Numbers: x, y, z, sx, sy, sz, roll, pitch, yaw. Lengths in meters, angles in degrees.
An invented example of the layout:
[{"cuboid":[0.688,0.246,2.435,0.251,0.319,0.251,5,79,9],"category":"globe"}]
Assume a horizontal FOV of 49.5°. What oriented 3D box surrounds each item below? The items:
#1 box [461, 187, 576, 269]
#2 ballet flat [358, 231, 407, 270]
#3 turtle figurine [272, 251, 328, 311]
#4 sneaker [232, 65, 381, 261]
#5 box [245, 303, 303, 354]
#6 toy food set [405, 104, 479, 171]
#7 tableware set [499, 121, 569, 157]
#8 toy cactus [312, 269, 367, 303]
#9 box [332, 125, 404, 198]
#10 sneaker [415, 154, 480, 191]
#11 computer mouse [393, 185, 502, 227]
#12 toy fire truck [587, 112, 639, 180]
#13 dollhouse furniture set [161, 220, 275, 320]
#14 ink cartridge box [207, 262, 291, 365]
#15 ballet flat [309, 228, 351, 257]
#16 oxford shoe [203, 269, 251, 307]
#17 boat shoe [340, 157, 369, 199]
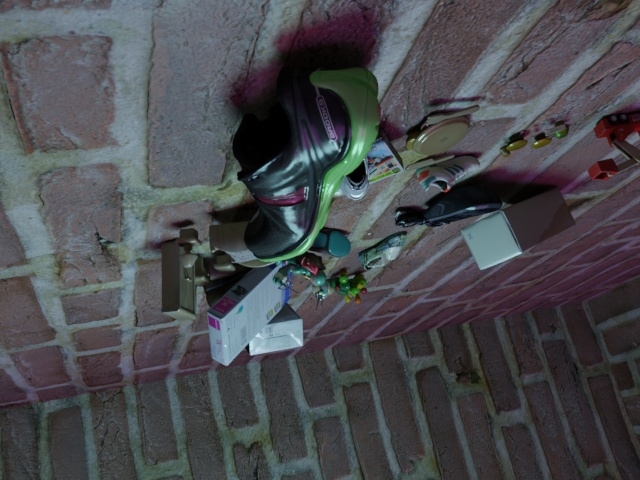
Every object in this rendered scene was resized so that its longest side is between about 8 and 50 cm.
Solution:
[{"cuboid":[0.533,-0.035,1.854,0.311,0.121,0.148,-20,173,-42],"category":"box"},{"cuboid":[0.190,0.038,2.044,0.070,0.070,0.188,2,156,-40],"category":"ballet flat"},{"cuboid":[-0.039,0.084,1.780,0.175,0.234,0.118,31,97,-30],"category":"turtle figurine"},{"cuboid":[-0.060,-0.134,1.202,0.203,0.185,0.482,13,143,-14],"category":"sneaker"},{"cuboid":[-0.174,0.242,2.110,0.169,0.087,0.290,-8,-163,-20],"category":"box"},{"cuboid":[0.234,-0.215,1.381,0.133,0.038,0.192,-16,158,-15],"category":"toy food set"},{"cuboid":[0.472,-0.225,1.537,0.154,0.024,0.104,-22,163,21],"category":"tableware set"},{"cuboid":[0.066,0.161,2.291,0.181,0.112,0.219,-7,172,12],"category":"toy cactus"},{"cuboid":[0.049,-0.145,1.383,0.207,0.036,0.114,-21,141,20],"category":"box"},{"cuboid":[0.289,-0.144,1.554,0.162,0.075,0.057,-6,161,-21],"category":"sneaker"},{"cuboid":[0.335,-0.091,1.774,0.189,0.072,0.272,1,169,-43],"category":"computer mouse"},{"cuboid":[0.675,-0.212,1.536,0.192,0.135,0.047,-10,162,-10],"category":"toy fire truck"},{"cuboid":[-0.183,0.085,1.646,0.356,0.173,0.303,-6,164,8],"category":"dollhouse furniture set"},{"cuboid":[-0.185,0.173,1.885,0.311,0.065,0.185,-43,147,-40],"category":"ink cartridge box"},{"cuboid":[0.000,0.000,1.816,0.068,0.072,0.213,7,176,35],"category":"ballet flat"},{"cuboid":[-0.224,0.145,2.012,0.227,0.096,0.083,-20,159,14],"category":"oxford shoe"},{"cuboid":[0.066,-0.130,1.320,0.066,0.063,0.184,-2,143,-4],"category":"boat shoe"}]
